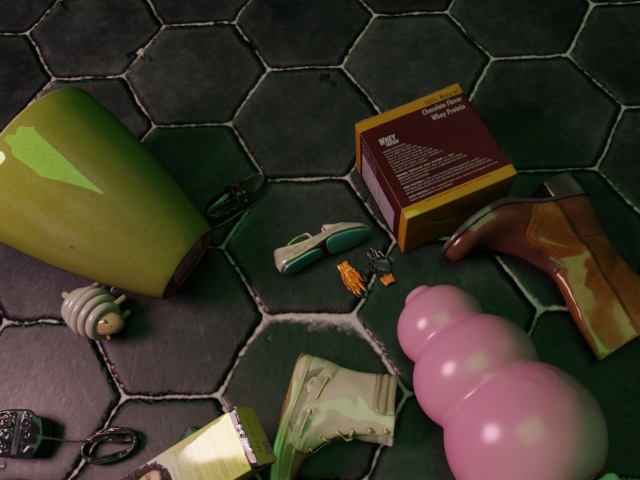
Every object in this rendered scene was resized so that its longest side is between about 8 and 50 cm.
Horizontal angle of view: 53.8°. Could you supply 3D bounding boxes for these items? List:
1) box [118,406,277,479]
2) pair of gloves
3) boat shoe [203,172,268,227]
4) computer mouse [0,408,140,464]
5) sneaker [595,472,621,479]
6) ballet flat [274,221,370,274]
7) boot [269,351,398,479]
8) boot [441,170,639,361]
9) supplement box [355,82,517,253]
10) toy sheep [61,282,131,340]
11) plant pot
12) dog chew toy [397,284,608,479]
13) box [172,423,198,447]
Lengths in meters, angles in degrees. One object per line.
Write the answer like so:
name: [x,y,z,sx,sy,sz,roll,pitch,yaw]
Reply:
box: [-0.179,0.321,0.858,0.232,0.058,0.087,-34,65,9]
pair of gloves: [0.076,0.053,1.036,0.083,0.010,0.074,-25,65,-9]
boat shoe: [-0.145,-0.076,1.097,0.133,0.042,0.049,-38,66,-15]
computer mouse: [-0.390,0.294,0.942,0.242,0.041,0.071,6,73,0]
sneaker: [0.332,0.380,0.770,0.232,0.090,0.115,-19,46,-30]
ballet flat: [0.000,0.000,1.043,0.168,0.057,0.052,-24,55,-8]
boot: [0.022,0.278,0.897,0.165,0.077,0.213,12,65,7]
boot: [0.360,0.060,0.990,0.264,0.096,0.280,-21,72,-15]
supplement box: [0.182,-0.119,1.045,0.191,0.129,0.194,-23,65,-7]
toy sheep: [-0.361,0.111,1.000,0.132,0.091,0.091,21,67,28]
plant pot: [-0.327,-0.044,0.992,0.293,0.275,0.275,33,70,2]
dog chew toy: [0.224,0.196,0.860,0.206,0.207,0.332,-28,58,-9]
box: [-0.177,0.319,0.920,0.083,0.018,0.067,27,70,16]
